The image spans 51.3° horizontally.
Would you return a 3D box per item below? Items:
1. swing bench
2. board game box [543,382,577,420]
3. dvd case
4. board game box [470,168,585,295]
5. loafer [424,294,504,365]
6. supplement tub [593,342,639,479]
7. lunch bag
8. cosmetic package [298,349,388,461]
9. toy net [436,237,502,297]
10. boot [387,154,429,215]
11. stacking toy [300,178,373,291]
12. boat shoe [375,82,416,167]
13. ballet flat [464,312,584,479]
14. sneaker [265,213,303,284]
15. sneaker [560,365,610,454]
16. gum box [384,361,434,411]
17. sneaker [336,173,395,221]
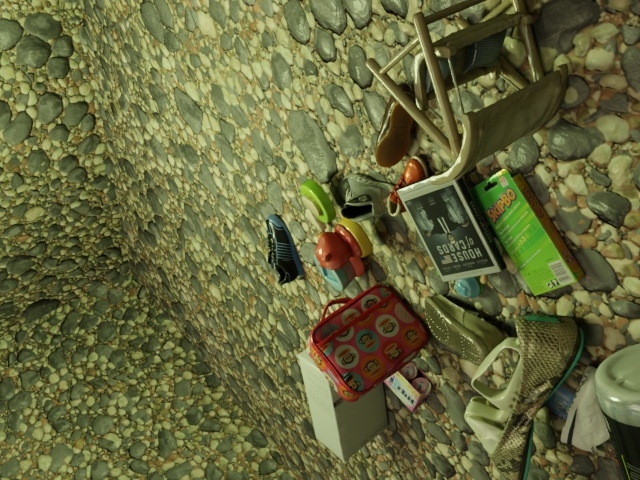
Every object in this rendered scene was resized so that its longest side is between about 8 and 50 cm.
[{"bbox_3d":[0.262,-0.265,1.120,0.255,0.253,0.165,60,151,0],"label":"swing bench"},{"bbox_3d":[0.528,0.349,1.499,0.090,0.020,0.090,33,140,40],"label":"board game box"},{"bbox_3d":[0.280,-0.028,1.439,0.179,0.029,0.239,-18,101,56],"label":"dvd case"},{"bbox_3d":[0.410,-0.018,1.338,0.259,0.039,0.124,56,151,1],"label":"board game box"},{"bbox_3d":[0.341,0.208,1.602,0.268,0.092,0.102,-135,32,-57],"label":"loafer"},{"bbox_3d":[0.626,0.364,1.166,0.207,0.207,0.338,0,116,58],"label":"supplement tub"},{"bbox_3d":[0.113,0.259,1.798,0.258,0.293,0.120,50,154,17],"label":"lunch bag"},{"bbox_3d":[0.080,0.487,2.138,0.156,0.217,0.385,26,138,46],"label":"cosmetic package"},{"bbox_3d":[0.344,0.043,1.494,0.122,0.045,0.232,52,149,18],"label":"toy net"},{"bbox_3d":[0.198,-0.122,1.530,0.059,0.084,0.158,43,145,31],"label":"boot"},{"bbox_3d":[0.000,0.000,1.827,0.279,0.130,0.309,49,164,18],"label":"stacking toy"},{"bbox_3d":[0.168,-0.254,1.483,0.207,0.073,0.073,108,163,-50],"label":"boat shoe"},{"bbox_3d":[0.417,0.344,1.462,0.182,0.164,0.483,11,125,7],"label":"ballet flat"},{"bbox_3d":[-0.138,0.033,2.193,0.081,0.090,0.232,-4,113,59],"label":"sneaker"},{"bbox_3d":[0.572,0.355,1.390,0.094,0.090,0.235,22,139,31],"label":"sneaker"},{"bbox_3d":[0.243,0.402,1.954,0.188,0.062,0.107,45,148,26],"label":"gum box"},{"bbox_3d":[0.083,-0.104,1.676,0.228,0.132,0.086,13,127,53],"label":"sneaker"}]
